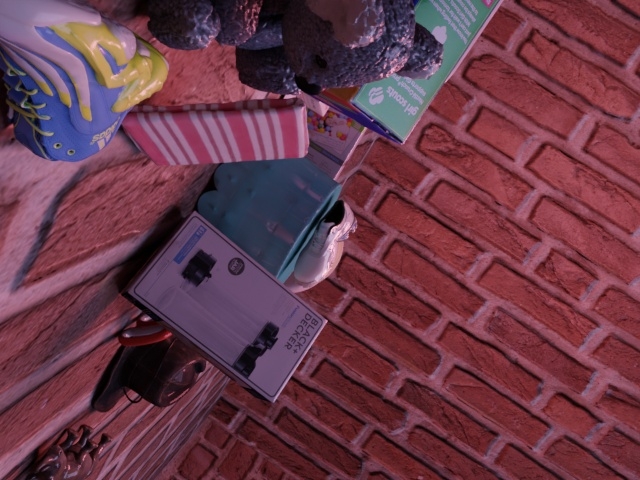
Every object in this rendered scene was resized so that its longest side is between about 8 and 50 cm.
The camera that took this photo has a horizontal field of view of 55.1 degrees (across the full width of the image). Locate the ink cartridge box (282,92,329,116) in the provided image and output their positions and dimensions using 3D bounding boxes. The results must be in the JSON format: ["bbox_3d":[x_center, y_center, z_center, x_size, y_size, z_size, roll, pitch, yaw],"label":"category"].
[{"bbox_3d":[0.007,-0.312,1.164,0.198,0.067,0.115,-57,175,1],"label":"ink cartridge box"}]

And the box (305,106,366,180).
[{"bbox_3d":[0.013,-0.234,1.278,0.186,0.145,0.038,-58,176,19],"label":"box"}]

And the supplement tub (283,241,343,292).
[{"bbox_3d":[-0.063,0.006,1.563,0.235,0.235,0.325,-57,175,3],"label":"supplement tub"}]

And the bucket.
[{"bbox_3d":[-0.098,-0.050,1.149,0.281,0.183,0.281,-56,175,-7],"label":"bucket"}]

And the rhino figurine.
[{"bbox_3d":[-0.472,0.412,1.143,0.106,0.073,0.243,-59,174,-11],"label":"rhino figurine"}]

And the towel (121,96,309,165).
[{"bbox_3d":[-0.111,-0.122,0.680,0.144,0.196,0.029,96,-10,-79],"label":"towel"}]

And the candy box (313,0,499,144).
[{"bbox_3d":[0.081,-0.314,0.759,0.122,0.268,0.317,25,101,-42],"label":"candy box"}]

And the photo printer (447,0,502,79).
[{"bbox_3d":[0.186,-0.438,1.093,0.308,0.256,0.107,-55,-154,-12],"label":"photo printer"}]

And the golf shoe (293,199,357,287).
[{"bbox_3d":[0.000,0.000,1.112,0.176,0.069,0.086,-59,156,-22],"label":"golf shoe"}]

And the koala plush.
[{"bbox_3d":[-0.002,-0.218,0.561,0.196,0.221,0.203,9,113,-58],"label":"koala plush"}]

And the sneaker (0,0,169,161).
[{"bbox_3d":[-0.188,-0.110,0.445,0.126,0.091,0.240,-56,176,7],"label":"sneaker"}]

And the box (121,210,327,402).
[{"bbox_3d":[-0.151,0.109,0.995,0.169,0.290,0.087,-54,-164,-22],"label":"box"}]

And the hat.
[{"bbox_3d":[-0.319,0.260,1.300,0.331,0.133,0.331,-57,175,-8],"label":"hat"}]

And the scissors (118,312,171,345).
[{"bbox_3d":[-0.210,0.141,1.078,0.109,0.296,0.021,-66,146,-66],"label":"scissors"}]
